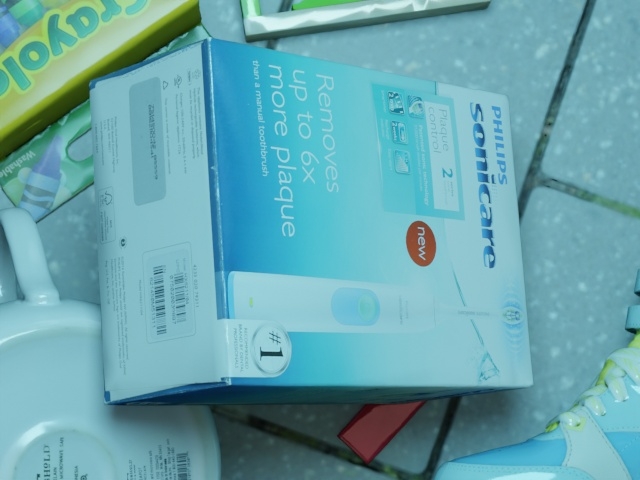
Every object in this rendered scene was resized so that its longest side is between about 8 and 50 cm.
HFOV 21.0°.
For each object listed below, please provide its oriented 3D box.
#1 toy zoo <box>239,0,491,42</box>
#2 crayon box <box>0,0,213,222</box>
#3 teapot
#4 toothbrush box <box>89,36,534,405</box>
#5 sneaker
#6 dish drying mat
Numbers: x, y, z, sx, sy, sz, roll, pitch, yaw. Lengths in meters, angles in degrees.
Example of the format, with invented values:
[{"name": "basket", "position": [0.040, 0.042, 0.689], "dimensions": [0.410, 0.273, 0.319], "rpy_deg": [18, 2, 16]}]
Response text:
[{"name": "toy zoo", "position": [0.014, -0.309, 1.328], "dimensions": [0.192, 0.030, 0.293], "rpy_deg": [-8, 85, -3]}, {"name": "crayon box", "position": [-0.231, -0.201, 1.280], "dimensions": [0.203, 0.083, 0.323], "rpy_deg": [-36, 87, -5]}, {"name": "teapot", "position": [-0.201, 0.150, 1.193], "dimensions": [0.252, 0.187, 0.256], "rpy_deg": [44, 76, -18]}, {"name": "toothbrush box", "position": [0.000, 0.000, 1.164], "dimensions": [0.295, 0.126, 0.216], "rpy_deg": [7, 76, -46]}, {"name": "sneaker", "position": [0.220, 0.103, 1.249], "dimensions": [0.319, 0.127, 0.208], "rpy_deg": [-6, 86, -13]}, {"name": "dish drying mat", "position": [0.052, 0.127, 1.294], "dimensions": [0.032, 0.008, 0.083], "rpy_deg": [43, 85, 3]}]
